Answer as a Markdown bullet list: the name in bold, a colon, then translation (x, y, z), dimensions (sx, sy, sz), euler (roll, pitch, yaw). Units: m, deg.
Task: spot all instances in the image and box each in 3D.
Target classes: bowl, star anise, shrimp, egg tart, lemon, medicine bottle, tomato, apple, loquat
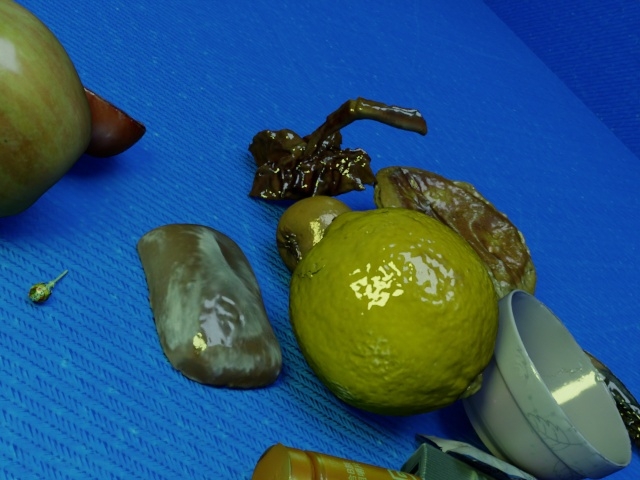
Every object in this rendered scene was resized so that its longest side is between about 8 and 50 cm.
- **bowl**: translation (0.305, 0.226, 1.210), dimensions (0.287, 0.144, 0.287), euler (40, 27, -25)
- **star anise**: translation (0.019, -0.142, 1.373), dimensions (0.237, 0.346, 0.148), euler (-31, 104, -52)
- **shrimp**: translation (0.468, 0.278, 1.427), dimensions (0.290, 0.054, 0.222), euler (45, 30, 21)
- **egg tart**: translation (0.220, 0.010, 1.454), dimensions (0.351, 0.153, 0.339), euler (38, 30, 4)
- **lemon**: translation (0.093, 0.093, 1.105), dimensions (0.293, 0.293, 0.293), euler (25, 32, -17)
- **medicine bottle**: translation (0.024, 0.290, 0.927), dimensions (0.192, 0.096, 0.096), euler (21, 34, -25)
- **tomato**: translation (-0.358, -0.188, 1.172), dimensions (0.225, 0.085, 0.225), euler (33, 3, -2)
- **apple**: translation (-0.398, -0.152, 0.969), dimensions (0.234, 0.257, 0.257), euler (46, 23, -31)
- **loquat**: translation (0.000, 0.000, 1.269), dimensions (0.141, 0.141, 0.141), euler (25, 32, -17)

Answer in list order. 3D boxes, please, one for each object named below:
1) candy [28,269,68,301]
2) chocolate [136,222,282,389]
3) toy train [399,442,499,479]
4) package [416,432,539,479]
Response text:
- **candy**: translation (-0.319, 0.051, 0.992), dimensions (0.023, 0.025, 0.083), euler (22, 19, -1)
- **chocolate**: translation (-0.135, 0.068, 1.088), dimensions (0.157, 0.080, 0.254), euler (12, 38, -35)
- **toy train**: translation (0.286, 0.384, 1.039), dimensions (0.409, 0.089, 0.086), euler (27, 31, -5)
- **package**: translation (0.229, 0.299, 1.100), dimensions (0.171, 0.027, 0.173), euler (28, -8, -13)
